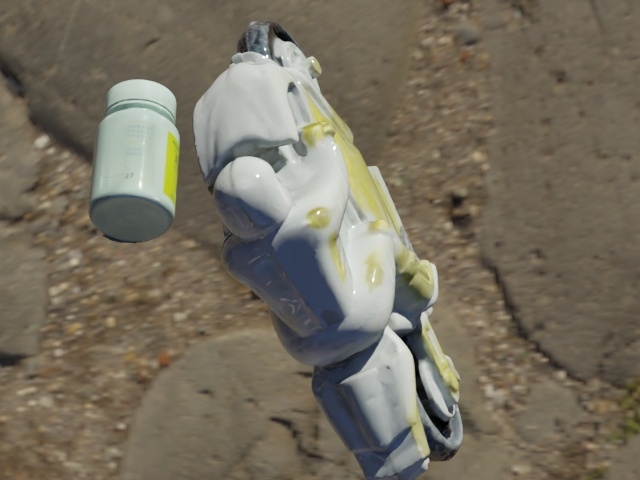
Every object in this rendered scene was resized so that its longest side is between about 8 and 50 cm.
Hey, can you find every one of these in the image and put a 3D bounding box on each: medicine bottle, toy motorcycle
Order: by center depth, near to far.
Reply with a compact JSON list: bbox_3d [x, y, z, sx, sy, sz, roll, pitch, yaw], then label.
[{"bbox_3d":[0.000,0.000,0.804,0.074,0.151,0.229,-24,81,18],"label":"toy motorcycle"},{"bbox_3d":[-0.101,-0.044,0.986,0.047,0.047,0.083,16,52,-20],"label":"medicine bottle"}]
